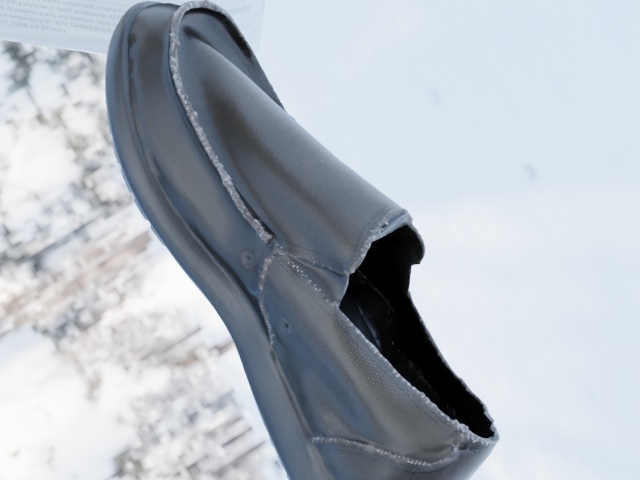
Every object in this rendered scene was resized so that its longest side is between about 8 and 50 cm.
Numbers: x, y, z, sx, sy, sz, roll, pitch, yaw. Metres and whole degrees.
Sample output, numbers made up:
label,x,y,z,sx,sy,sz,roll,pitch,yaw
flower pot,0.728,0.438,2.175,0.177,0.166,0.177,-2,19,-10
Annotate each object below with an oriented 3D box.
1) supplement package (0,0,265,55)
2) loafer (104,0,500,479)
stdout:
label,x,y,z,sx,sy,sz,roll,pitch,yaw
supplement package,-0.121,-0.275,1.002,0.177,0.175,0.293,-49,-32,-75
loafer,0.000,0.000,0.541,0.220,0.078,0.080,61,-152,7
